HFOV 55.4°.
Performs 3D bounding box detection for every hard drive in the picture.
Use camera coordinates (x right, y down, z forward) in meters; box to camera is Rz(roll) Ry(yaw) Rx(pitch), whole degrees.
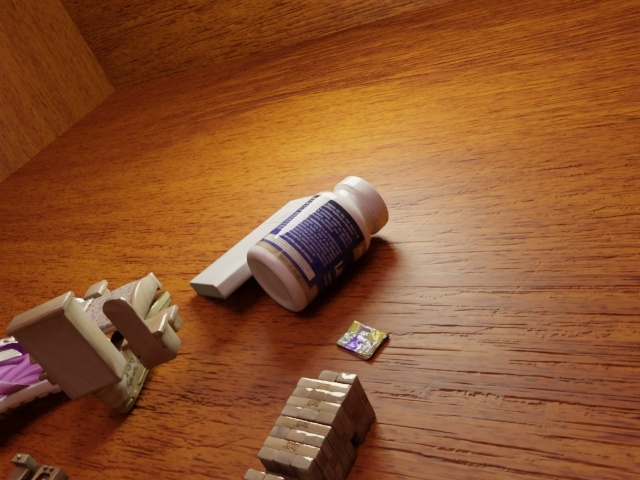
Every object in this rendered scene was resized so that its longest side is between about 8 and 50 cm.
[{"bbox_3d":[-0.128,0.010,1.311,0.307,0.040,0.203,-41,15,-22],"label":"hard drive"}]

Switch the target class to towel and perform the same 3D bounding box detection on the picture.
[{"bbox_3d":[0.070,0.166,1.022,0.060,0.009,0.083,-44,36,-24],"label":"towel"}]

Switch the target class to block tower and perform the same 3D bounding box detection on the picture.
[{"bbox_3d":[-0.041,0.329,0.789,0.091,0.097,0.335,-1,38,35],"label":"block tower"}]

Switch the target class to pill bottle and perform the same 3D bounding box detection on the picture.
[{"bbox_3d":[0.000,0.000,1.178,0.264,0.153,0.153,-41,35,-22],"label":"pill bottle"}]

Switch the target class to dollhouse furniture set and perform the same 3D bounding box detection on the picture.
[{"bbox_3d":[-0.403,0.096,1.147,0.303,0.174,0.355,-23,28,12],"label":"dollhouse furniture set"},{"bbox_3d":[-0.544,0.408,1.005,0.151,0.123,0.144,-4,38,31],"label":"dollhouse furniture set"}]

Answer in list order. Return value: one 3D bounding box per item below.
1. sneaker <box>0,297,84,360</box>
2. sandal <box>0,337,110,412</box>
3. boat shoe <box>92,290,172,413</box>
[{"bbox_3d":[-0.634,0.240,1.357,0.292,0.110,0.118,-36,55,-23],"label":"sneaker"},{"bbox_3d":[-0.625,0.256,1.204,0.416,0.102,0.169,-17,29,-23],"label":"sandal"},{"bbox_3d":[-0.362,0.212,1.211,0.104,0.089,0.285,-26,25,31],"label":"boat shoe"}]
